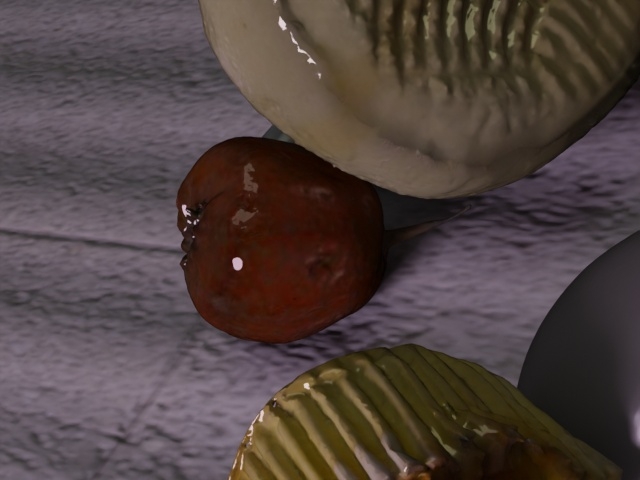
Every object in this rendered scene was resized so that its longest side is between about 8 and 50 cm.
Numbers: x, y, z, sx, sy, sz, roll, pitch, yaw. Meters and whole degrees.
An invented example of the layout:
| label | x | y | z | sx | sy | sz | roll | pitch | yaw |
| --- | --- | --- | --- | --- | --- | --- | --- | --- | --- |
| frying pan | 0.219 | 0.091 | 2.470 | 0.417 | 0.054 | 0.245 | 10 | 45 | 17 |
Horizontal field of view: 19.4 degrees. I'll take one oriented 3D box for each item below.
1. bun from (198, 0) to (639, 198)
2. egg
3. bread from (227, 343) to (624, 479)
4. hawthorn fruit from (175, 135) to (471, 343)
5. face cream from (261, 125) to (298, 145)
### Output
| label | x | y | z | sx | sy | sz | roll | pitch | yaw |
| --- | --- | --- | --- | --- | --- | --- | --- | --- | --- |
| bun | 0.058 | -0.204 | 1.263 | 0.202 | 0.364 | 0.364 | -13 | 36 | 55 |
| egg | 0.211 | 0.067 | 0.967 | 0.232 | 0.176 | 0.176 | -42 | 31 | 21 |
| bread | 0.042 | 0.185 | 0.920 | 0.133 | 0.179 | 0.250 | -130 | 51 | -58 |
| hawthorn fruit | -0.014 | 0.011 | 1.283 | 0.149 | 0.189 | 0.149 | -157 | 90 | -84 |
| face cream | 0.017 | -0.101 | 1.398 | 0.252 | 0.101 | 0.101 | -46 | 37 | -18 |
